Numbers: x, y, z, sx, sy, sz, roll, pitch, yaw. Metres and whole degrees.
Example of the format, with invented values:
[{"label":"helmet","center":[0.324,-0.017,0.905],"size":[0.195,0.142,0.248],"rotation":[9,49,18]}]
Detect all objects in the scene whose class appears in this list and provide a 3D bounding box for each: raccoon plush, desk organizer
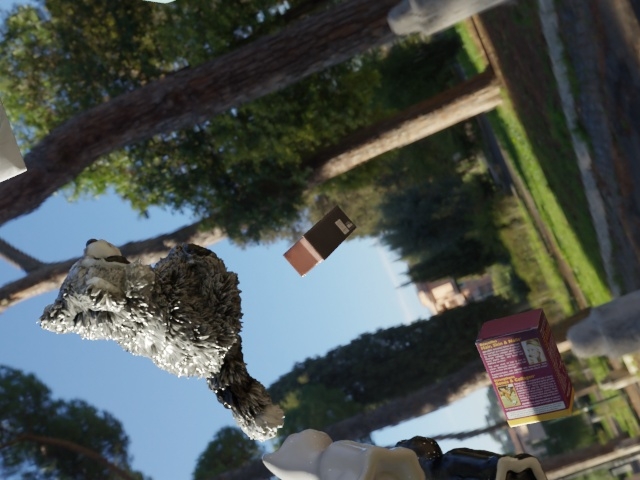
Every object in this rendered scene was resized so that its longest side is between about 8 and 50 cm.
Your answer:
[{"label":"raccoon plush","center":[-0.247,0.178,1.271],"size":[0.446,0.216,0.299],"rotation":[46,-154,10]},{"label":"desk organizer","center":[0.000,0.000,1.097],"size":[0.047,0.050,0.130],"rotation":[49,-148,-1]}]

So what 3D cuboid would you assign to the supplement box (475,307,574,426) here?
[{"label":"supplement box","center":[0.173,0.107,0.631],"size":[0.083,0.055,0.043],"rotation":[68,-153,-9]}]

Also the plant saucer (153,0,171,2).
[{"label":"plant saucer","center":[-0.208,-0.324,0.787],"size":[0.067,0.018,0.192],"rotation":[-6,-118,-39]}]

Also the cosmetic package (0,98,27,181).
[{"label":"cosmetic package","center":[-0.488,-0.143,0.827],"size":[0.224,0.138,0.224],"rotation":[-36,-61,-45]}]

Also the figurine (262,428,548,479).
[{"label":"figurine","center":[0.067,0.230,0.725],"size":[0.209,0.215,0.092],"rotation":[171,108,-66]}]
